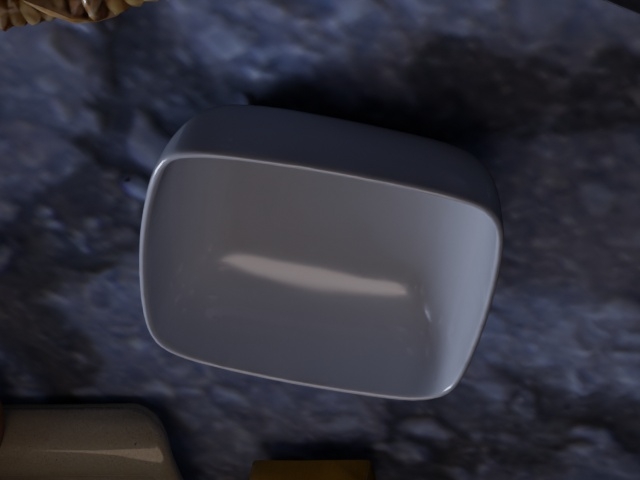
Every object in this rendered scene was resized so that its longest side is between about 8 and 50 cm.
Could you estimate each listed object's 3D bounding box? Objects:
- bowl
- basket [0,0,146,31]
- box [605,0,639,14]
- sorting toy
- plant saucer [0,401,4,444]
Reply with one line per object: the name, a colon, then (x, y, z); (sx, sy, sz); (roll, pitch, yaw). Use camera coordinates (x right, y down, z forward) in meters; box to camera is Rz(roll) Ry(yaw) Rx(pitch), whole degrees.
bowl: (0.000, 0.000, 0.710); (0.142, 0.053, 0.142); (9, 140, 0)
basket: (-0.083, -0.126, 0.448); (0.299, 0.223, 0.213); (-10, 136, 21)
box: (0.182, -0.100, 0.566); (0.207, 0.036, 0.114); (20, 139, -12)
sorting toy: (-0.110, 0.163, 0.944); (0.307, 0.041, 0.229); (-2, 135, 13)
plant saucer: (-0.197, 0.086, 0.860); (0.083, 0.013, 0.083); (5, 116, 10)
